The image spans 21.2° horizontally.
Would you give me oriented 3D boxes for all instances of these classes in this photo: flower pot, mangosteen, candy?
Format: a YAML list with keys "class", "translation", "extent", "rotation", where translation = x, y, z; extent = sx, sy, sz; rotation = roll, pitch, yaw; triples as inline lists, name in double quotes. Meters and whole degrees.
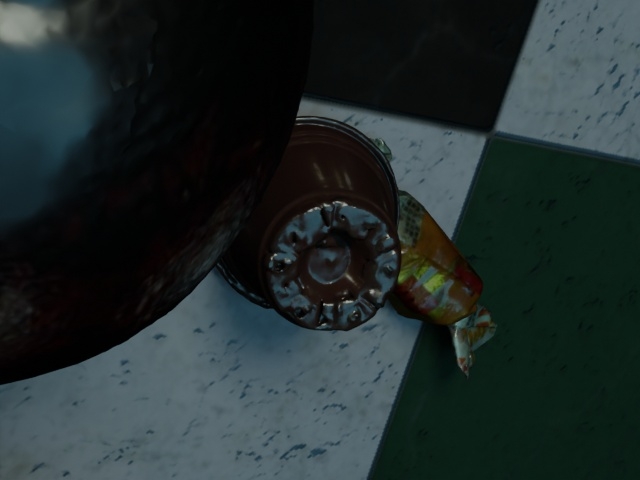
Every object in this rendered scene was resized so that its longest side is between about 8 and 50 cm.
- class: "flower pot"
  translation: [0.000, 0.000, 0.883]
  extent: [0.111, 0.089, 0.111]
  rotation: [-5, 111, -13]
- class: "mangosteen"
  translation: [-0.137, -0.107, 0.619]
  extent: [0.297, 0.297, 0.313]
  rotation: [5, 119, -37]
- class: "candy"
  translation: [0.060, 0.017, 0.984]
  extent: [0.053, 0.046, 0.182]
  rotation: [-46, 128, -11]
